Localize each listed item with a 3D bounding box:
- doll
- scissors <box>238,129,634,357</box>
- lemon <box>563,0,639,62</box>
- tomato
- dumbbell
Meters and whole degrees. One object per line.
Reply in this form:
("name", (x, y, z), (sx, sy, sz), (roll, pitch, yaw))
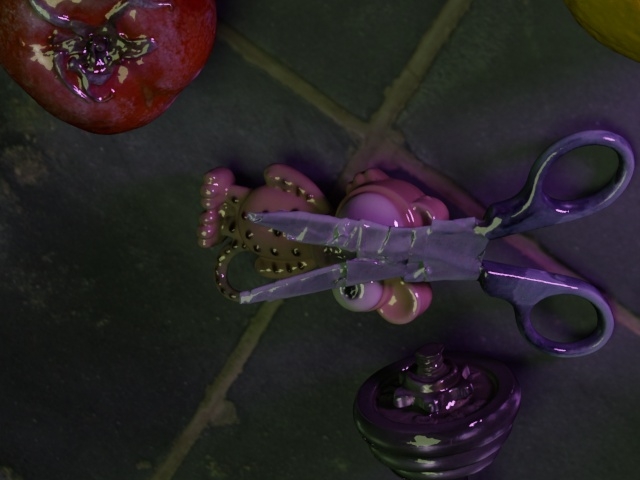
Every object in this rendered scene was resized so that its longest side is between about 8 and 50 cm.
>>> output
("doll", (-0.001, -0.002, 1.857), (0.278, 0.119, 0.154), (5, 105, 26))
("scissors", (0.111, 0.015, 1.758), (0.383, 0.029, 0.256), (-4, 121, -6))
("lemon", (0.317, -0.247, 1.493), (0.288, 0.233, 0.233), (15, 122, 22))
("tomato", (-0.215, -0.229, 1.791), (0.232, 0.188, 0.232), (-4, 119, -8))
("dumbbell", (0.144, 0.291, 1.912), (0.179, 0.179, 0.406), (2, 117, 26))
